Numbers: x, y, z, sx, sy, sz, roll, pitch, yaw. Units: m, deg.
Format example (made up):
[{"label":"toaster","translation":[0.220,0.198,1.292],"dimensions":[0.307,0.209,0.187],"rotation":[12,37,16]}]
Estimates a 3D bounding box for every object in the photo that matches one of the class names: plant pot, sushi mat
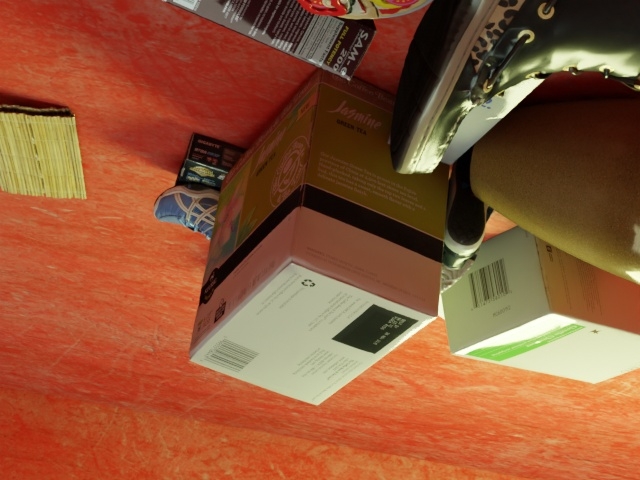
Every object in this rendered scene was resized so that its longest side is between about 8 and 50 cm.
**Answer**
[{"label":"plant pot","translation":[0.328,-0.085,1.602],"dimensions":[0.254,0.237,0.237],"rotation":[16,160,27]},{"label":"sushi mat","translation":[-0.468,-0.142,2.078],"dimensions":[0.151,0.019,0.316],"rotation":[5,158,-5]}]

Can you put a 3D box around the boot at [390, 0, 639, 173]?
[{"label":"boot","translation":[0.254,-0.197,1.336],"dimensions":[0.284,0.138,0.377],"rotation":[15,122,-15]}]

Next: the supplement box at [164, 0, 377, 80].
[{"label":"supplement box","translation":[-0.063,-0.279,1.430],"dimensions":[0.239,0.130,0.073],"rotation":[21,117,-19]}]

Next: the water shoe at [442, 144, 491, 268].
[{"label":"water shoe","translation":[0.198,-0.051,1.730],"dimensions":[0.073,0.203,0.080],"rotation":[23,141,2]}]

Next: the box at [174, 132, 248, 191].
[{"label":"box","translation":[-0.118,-0.083,2.014],"dimensions":[0.220,0.051,0.175],"rotation":[16,156,-8]}]

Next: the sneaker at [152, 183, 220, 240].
[{"label":"sneaker","translation":[-0.173,-0.036,1.979],"dimensions":[0.211,0.081,0.080],"rotation":[3,156,25]}]

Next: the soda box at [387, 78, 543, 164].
[{"label":"soda box","translation":[0.182,-0.196,1.551],"dimensions":[0.098,0.091,0.286],"rotation":[19,156,-13]}]

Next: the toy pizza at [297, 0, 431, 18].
[{"label":"toy pizza","translation":[0.026,-0.274,1.281],"dimensions":[0.201,0.032,0.201],"rotation":[11,159,4]}]

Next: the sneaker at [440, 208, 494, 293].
[{"label":"sneaker","translation":[0.178,-0.007,1.833],"dimensions":[0.094,0.235,0.153],"rotation":[26,168,-2]}]

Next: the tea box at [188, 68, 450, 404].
[{"label":"tea box","translation":[0.000,0.000,1.742],"dimensions":[0.220,0.324,0.329],"rotation":[22,143,-19]}]

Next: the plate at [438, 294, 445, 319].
[{"label":"plate","translation":[0.300,0.088,2.191],"dimensions":[0.277,0.045,0.278],"rotation":[-9,148,40]}]

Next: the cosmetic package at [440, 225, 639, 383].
[{"label":"cosmetic package","translation":[0.371,0.100,1.916],"dimensions":[0.365,0.155,0.197],"rotation":[15,147,-40]}]
